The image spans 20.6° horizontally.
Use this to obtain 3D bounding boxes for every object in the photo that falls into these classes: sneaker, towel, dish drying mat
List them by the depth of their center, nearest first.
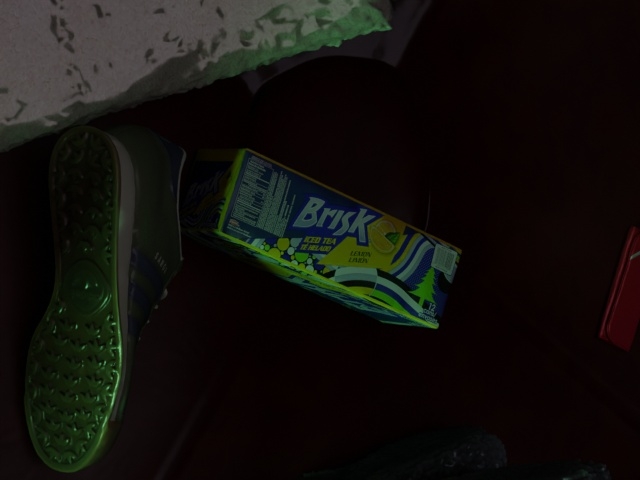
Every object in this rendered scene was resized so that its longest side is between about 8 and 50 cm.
[{"bbox_3d":[-0.105,-0.165,0.955,0.282,0.049,0.187,-19,101,-19],"label":"towel"},{"bbox_3d":[-0.108,0.029,0.971,0.086,0.064,0.192,-15,115,-58],"label":"sneaker"},{"bbox_3d":[0.216,0.034,1.227,0.032,0.008,0.083,26,76,-33],"label":"dish drying mat"}]

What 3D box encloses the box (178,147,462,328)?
[{"bbox_3d":[0.000,0.000,1.049,0.169,0.059,0.054,25,78,-32],"label":"box"}]

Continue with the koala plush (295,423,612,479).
[{"bbox_3d":[0.063,0.246,1.031,0.203,0.196,0.221,-14,99,-22],"label":"koala plush"}]
